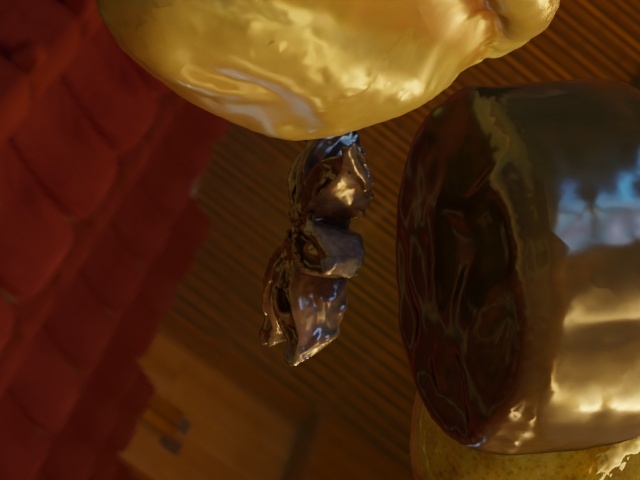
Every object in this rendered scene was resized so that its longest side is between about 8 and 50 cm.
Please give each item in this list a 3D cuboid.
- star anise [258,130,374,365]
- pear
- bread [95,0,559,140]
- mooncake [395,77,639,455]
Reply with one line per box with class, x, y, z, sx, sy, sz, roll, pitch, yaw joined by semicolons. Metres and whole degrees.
star anise;0.005;-0.005;1.093;0.172;0.063;0.208;152;-49;-74
pear;0.234;0.205;1.441;0.304;0.304;0.304;-51;-170;12
bread;0.021;-0.216;0.656;0.210;0.300;0.341;-3;-124;42
mooncake;0.158;0.019;1.100;0.284;0.155;0.284;178;-90;-72
